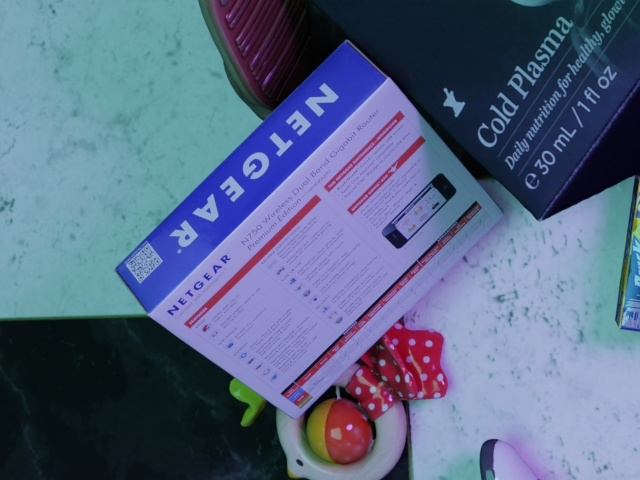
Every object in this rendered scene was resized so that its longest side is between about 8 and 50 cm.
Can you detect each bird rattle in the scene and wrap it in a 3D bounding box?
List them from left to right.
[{"bbox_3d":[0.031,0.194,1.792,0.253,0.143,0.207,-3,103,15],"label":"bird rattle"}]

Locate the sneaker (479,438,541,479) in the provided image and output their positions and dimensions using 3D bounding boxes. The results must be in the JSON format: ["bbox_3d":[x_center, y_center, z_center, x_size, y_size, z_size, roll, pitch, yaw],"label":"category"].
[{"bbox_3d":[0.286,0.327,1.658,0.145,0.090,0.270,-24,85,26],"label":"sneaker"}]

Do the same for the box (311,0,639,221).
[{"bbox_3d":[0.237,-0.368,1.457,0.472,0.297,0.480,47,131,20],"label":"box"}]

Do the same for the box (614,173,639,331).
[{"bbox_3d":[0.354,0.012,1.610,0.054,0.059,0.169,8,98,6],"label":"box"}]

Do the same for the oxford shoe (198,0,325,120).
[{"bbox_3d":[-0.075,-0.208,1.685,0.130,0.348,0.123,23,72,29],"label":"oxford shoe"}]

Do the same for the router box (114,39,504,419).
[{"bbox_3d":[0.000,0.000,1.589,0.335,0.301,0.082,-44,50,2],"label":"router box"}]
